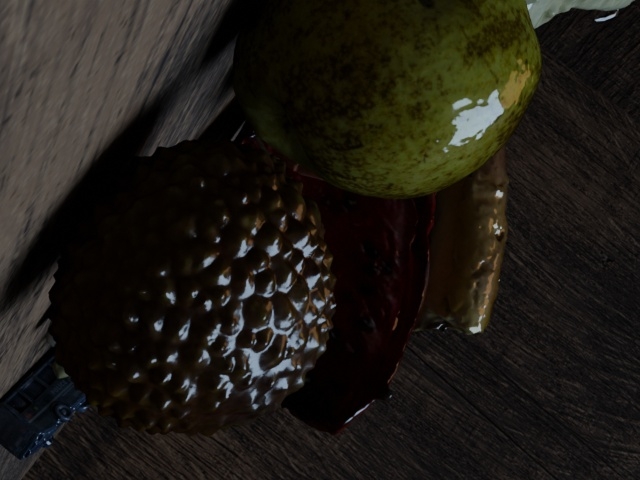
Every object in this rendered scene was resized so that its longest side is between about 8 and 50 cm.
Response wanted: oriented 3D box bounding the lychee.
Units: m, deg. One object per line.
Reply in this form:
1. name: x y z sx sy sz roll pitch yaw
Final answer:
1. lychee: -0.082 0.038 0.829 0.200 0.200 0.238 -54 170 -44

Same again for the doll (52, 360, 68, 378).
1. doll: -0.210 0.093 1.202 0.102 0.089 0.179 -53 -155 -16

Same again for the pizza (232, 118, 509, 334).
1. pizza: 0.058 -0.131 1.353 0.080 0.435 0.391 19 92 -50

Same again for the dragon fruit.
1. dragon fruit: -0.001 0.003 1.258 0.329 0.286 0.228 -50 177 -17

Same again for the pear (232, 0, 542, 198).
1. pear: 0.037 -0.121 0.844 0.197 0.197 0.197 -52 -178 2

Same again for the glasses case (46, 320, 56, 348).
1. glasses case: -0.170 0.025 1.042 0.164 0.041 0.063 -52 -178 18

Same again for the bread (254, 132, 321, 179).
1. bread: 0.053 -0.120 1.075 0.224 0.142 0.212 -12 -156 -7

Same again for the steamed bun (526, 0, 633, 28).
1. steamed bun: 0.225 -0.337 0.994 0.347 0.237 0.394 -32 162 17

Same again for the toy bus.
1. toy bus: -0.264 0.153 1.261 0.047 0.065 0.166 -52 180 26
